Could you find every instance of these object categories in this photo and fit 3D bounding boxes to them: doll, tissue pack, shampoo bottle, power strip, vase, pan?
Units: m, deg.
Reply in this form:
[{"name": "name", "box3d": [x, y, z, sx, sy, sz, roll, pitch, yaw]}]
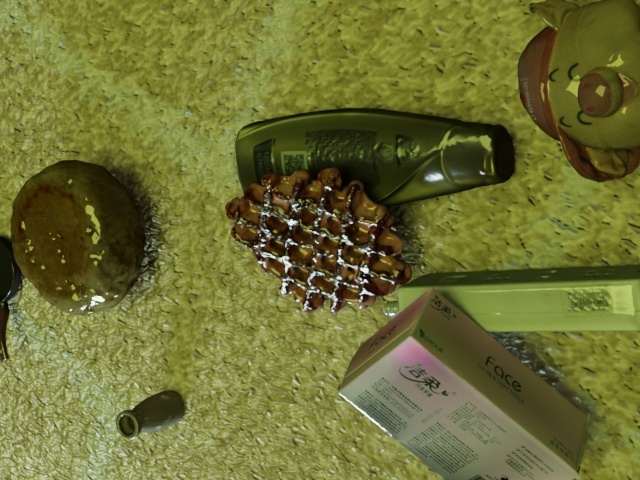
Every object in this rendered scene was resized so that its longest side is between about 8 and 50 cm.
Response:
[{"name": "doll", "box3d": [0.321, -0.166, 0.970, 0.255, 0.152, 0.196, -9, 80, 37]}, {"name": "tissue pack", "box3d": [0.165, 0.186, 1.091, 0.246, 0.092, 0.148, 40, 132, -7]}, {"name": "shampoo bottle", "box3d": [0.059, -0.100, 1.180, 0.350, 0.084, 0.126, 0, 108, 31]}, {"name": "power strip", "box3d": [0.223, 0.067, 1.097, 0.338, 0.098, 0.058, -4, 99, 32]}, {"name": "vase", "box3d": [-0.250, 0.256, 1.418, 0.053, 0.100, 0.053, 5, 100, 31]}, {"name": "pan", "box3d": [-0.528, 0.094, 1.598, 0.114, 0.040, 0.212, -17, 82, 32]}]

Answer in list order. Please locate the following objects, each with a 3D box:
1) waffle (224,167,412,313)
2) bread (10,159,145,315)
[{"name": "waffle", "box3d": [0.000, 0.000, 1.203, 0.234, 0.055, 0.221, -21, 115, 45]}, {"name": "bread", "box3d": [-0.351, -0.007, 1.427, 0.229, 0.123, 0.230, 10, 108, 31]}]
